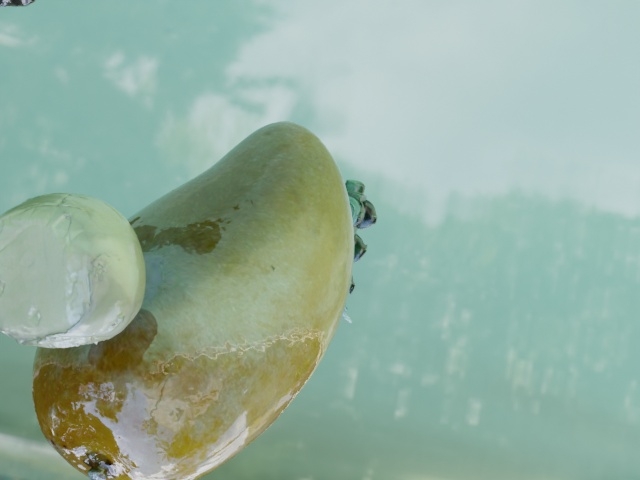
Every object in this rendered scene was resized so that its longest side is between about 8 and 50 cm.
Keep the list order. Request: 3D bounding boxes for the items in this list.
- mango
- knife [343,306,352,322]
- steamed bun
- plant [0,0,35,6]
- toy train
[{"bbox_3d":[-0.099,0.053,1.169,0.221,0.384,0.199,18,148,21],"label":"mango"},{"bbox_3d":[0.019,0.069,1.481,0.027,0.010,0.096,52,179,24],"label":"knife"},{"bbox_3d":[-0.183,0.021,0.982,0.130,0.112,0.091,-7,179,35],"label":"steamed bun"},{"bbox_3d":[-0.372,-0.260,1.267,0.199,0.276,0.188,19,-168,15],"label":"plant"},{"bbox_3d":[0.000,0.000,1.677,0.111,0.170,0.071,18,-176,17],"label":"toy train"}]
